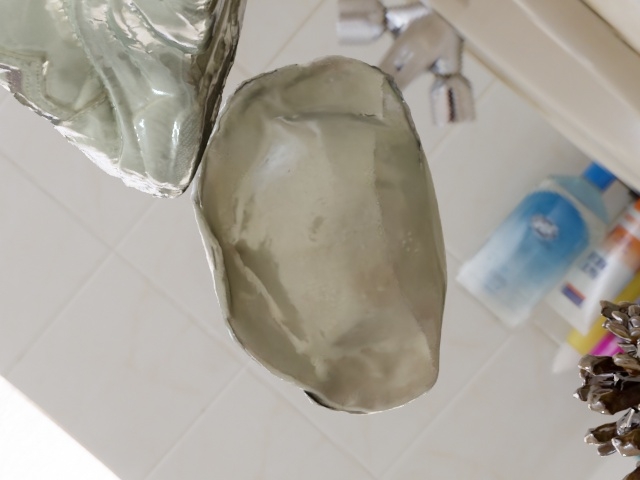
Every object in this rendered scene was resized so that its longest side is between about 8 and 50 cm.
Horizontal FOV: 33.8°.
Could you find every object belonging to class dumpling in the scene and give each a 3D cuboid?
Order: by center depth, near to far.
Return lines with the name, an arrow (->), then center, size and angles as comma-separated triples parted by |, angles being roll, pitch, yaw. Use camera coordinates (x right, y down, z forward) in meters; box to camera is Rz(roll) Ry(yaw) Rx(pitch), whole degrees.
dumpling -> 0.000, 0.004, 1.054 | 0.260, 0.341, 0.181 | -10, -155, -28

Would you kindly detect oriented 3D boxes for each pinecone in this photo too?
pinecone -> 0.527, 0.256, 1.441 | 0.384, 0.384, 0.384 | 41, -173, -6

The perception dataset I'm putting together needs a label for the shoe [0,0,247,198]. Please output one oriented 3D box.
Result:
shoe -> -0.149, -0.140, 0.569 | 0.210, 0.132, 0.342 | 15, 160, -2
